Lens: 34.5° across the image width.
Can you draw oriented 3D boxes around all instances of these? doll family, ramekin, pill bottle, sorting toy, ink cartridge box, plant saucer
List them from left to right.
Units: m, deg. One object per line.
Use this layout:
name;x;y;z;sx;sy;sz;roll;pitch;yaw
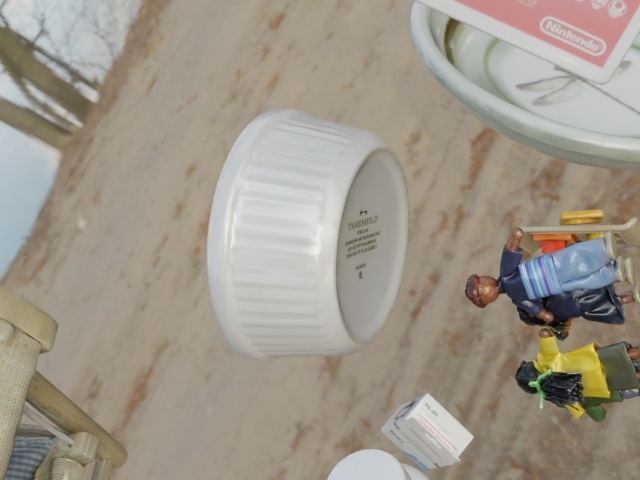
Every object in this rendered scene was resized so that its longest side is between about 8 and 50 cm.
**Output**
ramekin;0.000;0.000;1.086;0.127;0.273;0.272;7;65;24
pill bottle;0.107;0.397;1.399;0.152;0.272;0.152;-16;44;16
ink cartridge box;0.081;0.142;0.765;0.028;0.048;0.083;-47;-1;-21
doll family;0.182;0.066;0.762;0.111;0.193;0.076;-13;18;26
sorting toy;0.424;0.006;1.679;0.196;0.348;0.047;-5;79;22
plant saucer;0.287;-0.177;1.085;0.400;0.401;0.100;-97;9;-48

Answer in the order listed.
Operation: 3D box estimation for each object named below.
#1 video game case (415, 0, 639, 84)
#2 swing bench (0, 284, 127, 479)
video game case;0.111;-0.233;0.464;0.025;0.204;0.285;-72;7;-59
swing bench;-0.233;0.171;0.565;0.254;0.165;0.253;87;-172;-55
